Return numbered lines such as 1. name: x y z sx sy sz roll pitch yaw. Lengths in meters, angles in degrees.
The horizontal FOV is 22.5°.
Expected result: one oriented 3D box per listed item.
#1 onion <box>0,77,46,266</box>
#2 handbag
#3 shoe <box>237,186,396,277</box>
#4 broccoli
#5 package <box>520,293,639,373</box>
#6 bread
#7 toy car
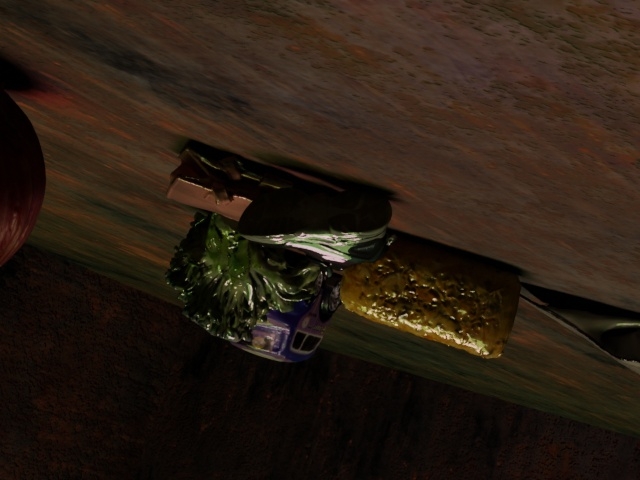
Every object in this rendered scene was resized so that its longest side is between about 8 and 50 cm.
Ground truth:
1. onion: -0.459 -0.078 1.676 0.354 0.353 0.353 18 173 2
2. handbag: -0.062 -0.041 1.784 0.212 0.059 0.157 20 173 -9
3. shoe: 0.000 0.000 1.681 0.169 0.071 0.099 -1 138 18
4. broccoli: -0.091 0.039 2.180 0.198 0.177 0.275 26 158 -13
5. package: 0.368 0.127 1.977 0.251 0.062 0.204 19 173 27
6. bread: 0.128 0.061 1.889 0.211 0.114 0.083 16 -171 13
7. toy car: -0.075 0.101 2.498 0.172 0.158 0.235 15 173 19
